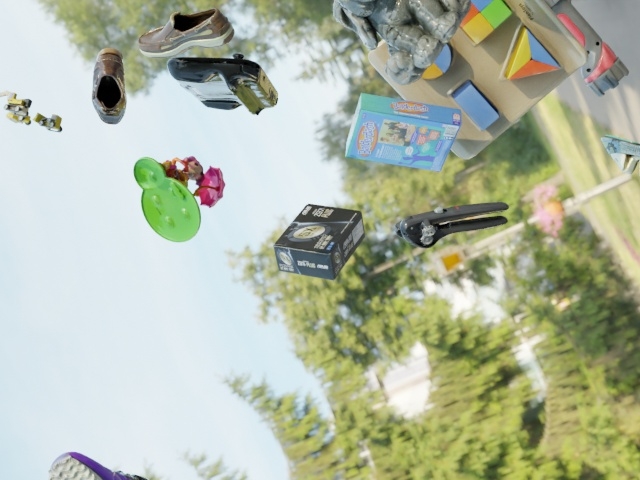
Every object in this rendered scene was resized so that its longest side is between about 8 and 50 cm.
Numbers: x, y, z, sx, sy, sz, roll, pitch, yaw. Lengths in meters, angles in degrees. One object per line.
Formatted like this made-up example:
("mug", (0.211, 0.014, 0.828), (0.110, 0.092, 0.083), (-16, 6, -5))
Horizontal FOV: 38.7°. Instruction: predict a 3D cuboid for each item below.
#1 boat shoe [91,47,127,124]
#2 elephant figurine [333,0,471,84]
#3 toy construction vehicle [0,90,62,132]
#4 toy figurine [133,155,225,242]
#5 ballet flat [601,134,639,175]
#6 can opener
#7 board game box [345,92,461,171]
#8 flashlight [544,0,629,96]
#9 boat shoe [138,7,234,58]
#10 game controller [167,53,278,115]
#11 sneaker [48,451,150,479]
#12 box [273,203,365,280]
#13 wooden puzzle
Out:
("boat shoe", (-0.432, -0.297, 1.855), (0.207, 0.073, 0.073), (104, 162, -59))
("elephant figurine", (0.085, -0.356, 1.317), (0.239, 0.169, 0.186), (35, 155, -3))
("toy construction vehicle", (-0.476, -0.211, 1.473), (0.086, 0.098, 0.035), (34, -110, -61))
("toy figurine", (-0.251, -0.105, 1.710), (0.173, 0.130, 0.159), (59, -144, -9))
("ballet flat", (0.562, -0.142, 1.600), (0.188, 0.070, 0.070), (25, 152, 56))
("can opener", (0.211, -0.033, 1.437), (0.073, 0.186, 0.059), (-110, 11, -50))
("board game box", (0.169, -0.222, 1.892), (0.160, 0.210, 0.047), (108, 169, -55))
("flashlight", (0.614, -0.491, 2.209), (0.304, 0.103, 0.103), (45, -126, -6))
("boat shoe", (-0.338, -0.514, 2.201), (0.095, 0.258, 0.095), (59, -149, -47))
("game controller", (-0.177, -0.294, 1.707), (0.319, 0.167, 0.067), (32, -110, -84))
("sneaker", (-0.345, 0.442, 1.546), (0.293, 0.102, 0.146), (52, -167, -23))
("box", (0.000, 0.000, 2.114), (0.180, 0.148, 0.077), (-52, -39, -44))
("wooden puzzle", (0.322, -0.373, 1.878), (0.322, 0.348, 0.080), (45, -157, -13))
